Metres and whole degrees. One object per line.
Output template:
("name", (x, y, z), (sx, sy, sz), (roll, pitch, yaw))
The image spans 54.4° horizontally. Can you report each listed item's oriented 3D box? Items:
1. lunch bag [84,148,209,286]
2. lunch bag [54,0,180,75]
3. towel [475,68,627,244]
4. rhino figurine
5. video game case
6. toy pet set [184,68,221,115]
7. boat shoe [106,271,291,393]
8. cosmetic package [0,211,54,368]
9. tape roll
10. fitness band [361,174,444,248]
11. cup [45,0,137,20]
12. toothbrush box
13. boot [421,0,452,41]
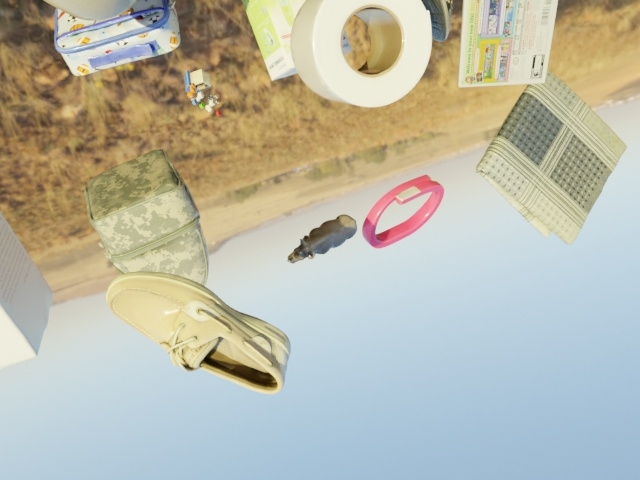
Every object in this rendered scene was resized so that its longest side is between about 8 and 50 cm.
("lunch bag", (-0.362, -0.021, 1.356), (0.212, 0.256, 0.305), (-28, -149, -11))
("lunch bag", (-0.494, -0.529, 1.531), (0.303, 0.243, 0.115), (-16, 143, 1))
("towel", (0.548, -0.193, 1.471), (0.312, 0.324, 0.056), (-57, -162, -10))
("rhino figurine", (0.000, 0.000, 1.560), (0.243, 0.073, 0.106), (-30, 180, -42))
("video game case", (0.401, -0.438, 1.346), (0.193, 0.212, 0.023), (-2, -142, 4))
("toy pet set", (-0.316, -0.371, 1.569), (0.065, 0.114, 0.122), (-13, 170, 21))
("boat shoe", (-0.185, 0.144, 0.947), (0.109, 0.302, 0.098), (-55, -164, 28))
("cosmetic package", (-0.736, 0.031, 1.258), (0.161, 0.453, 0.230), (-18, -146, -1))
("tape roll", (0.076, -0.394, 1.242), (0.246, 0.246, 0.169), (-20, -160, -12))
("fitness band", (0.238, -0.081, 1.793), (0.291, 0.054, 0.209), (-23, 148, -34))
("cup", (-0.445, -0.554, 1.147), (0.331, 0.331, 0.237), (-19, 151, -6))
("toothbrush box", (-0.071, -0.598, 1.653), (0.206, 0.283, 0.122), (-24, -171, -27))
("boot", (0.280, -0.559, 1.315), (0.085, 0.236, 0.178), (35, -107, 34))
